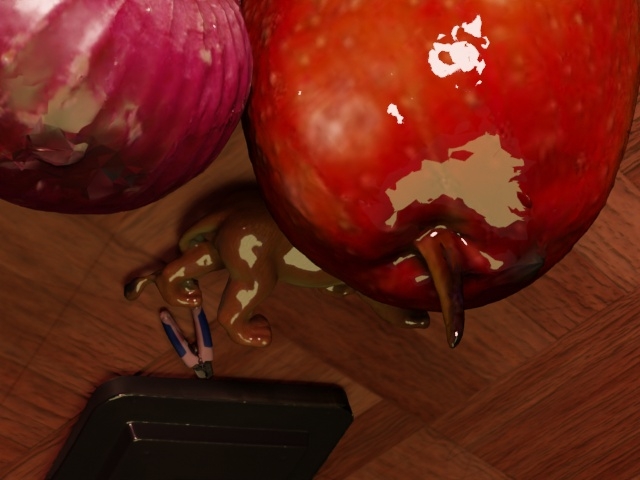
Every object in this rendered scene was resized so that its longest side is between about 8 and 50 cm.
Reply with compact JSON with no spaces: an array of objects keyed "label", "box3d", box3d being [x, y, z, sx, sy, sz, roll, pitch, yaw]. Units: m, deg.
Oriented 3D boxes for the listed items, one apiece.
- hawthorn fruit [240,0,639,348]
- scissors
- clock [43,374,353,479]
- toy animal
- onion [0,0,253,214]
[{"label":"hawthorn fruit","box3d":[0.081,-0.082,1.113,0.285,0.369,0.284,2,141,2]},{"label":"scissors","box3d":[-0.115,0.093,1.494,0.039,0.012,0.113,-18,142,-4]},{"label":"clock","box3d":[-0.134,0.237,1.626,0.279,0.049,0.273,6,135,-29]},{"label":"toy animal","box3d":[0.000,0.000,1.389,0.312,0.097,0.157,-3,126,-17]},{"label":"onion","box3d":[-0.170,-0.136,1.036,0.256,0.230,0.272,2,144,-25]}]
